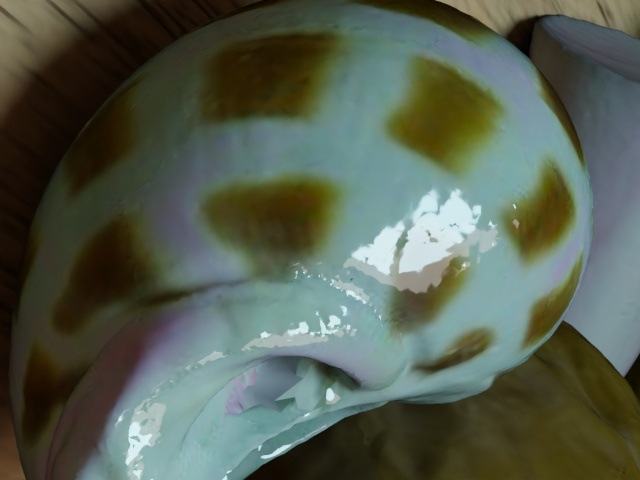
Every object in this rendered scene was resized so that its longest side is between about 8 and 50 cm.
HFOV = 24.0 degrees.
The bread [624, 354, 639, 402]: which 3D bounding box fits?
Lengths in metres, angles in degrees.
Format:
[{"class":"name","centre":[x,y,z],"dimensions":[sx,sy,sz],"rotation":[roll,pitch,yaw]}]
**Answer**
[{"class":"bread","centre":[0.329,0.030,1.171],"dimensions":[0.251,0.208,0.376],"rotation":[-101,-156,-67]}]

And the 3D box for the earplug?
[{"class":"earplug","centre":[0.170,0.020,1.018],"dimensions":[0.172,0.172,0.301],"rotation":[-11,127,-55]}]

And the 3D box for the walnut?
[{"class":"walnut","centre":[0.085,0.230,0.833],"dimensions":[0.308,0.397,0.354],"rotation":[-24,149,5]}]

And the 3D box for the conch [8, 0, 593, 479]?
[{"class":"conch","centre":[0.000,0.000,0.681],"dimensions":[0.368,0.197,0.249],"rotation":[-12,148,-49]}]
